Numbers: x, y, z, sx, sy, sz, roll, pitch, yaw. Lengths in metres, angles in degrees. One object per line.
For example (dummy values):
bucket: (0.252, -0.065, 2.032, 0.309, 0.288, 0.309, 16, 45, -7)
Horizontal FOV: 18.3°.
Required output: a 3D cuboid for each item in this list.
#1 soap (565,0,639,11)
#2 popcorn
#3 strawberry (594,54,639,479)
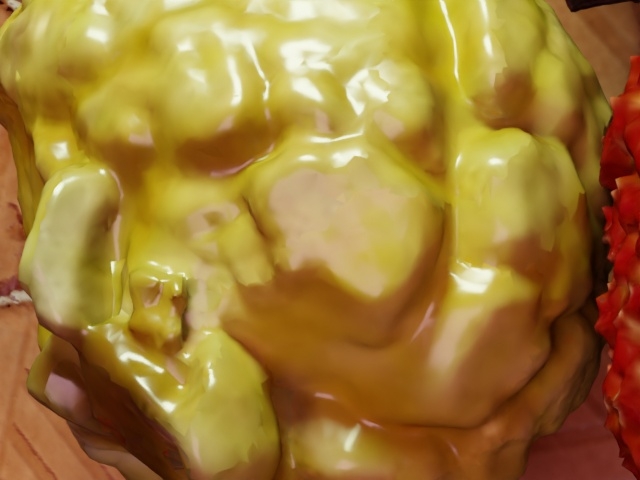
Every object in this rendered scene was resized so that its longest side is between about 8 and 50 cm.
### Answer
soap: (0.279, -0.239, 1.050, 0.325, 0.127, 0.220, -5, 97, 25)
popcorn: (-0.002, -0.014, 1.100, 0.354, 0.344, 0.390, -25, 54, 17)
strawberry: (0.278, 0.020, 0.940, 0.292, 0.292, 0.343, -17, 56, 26)
